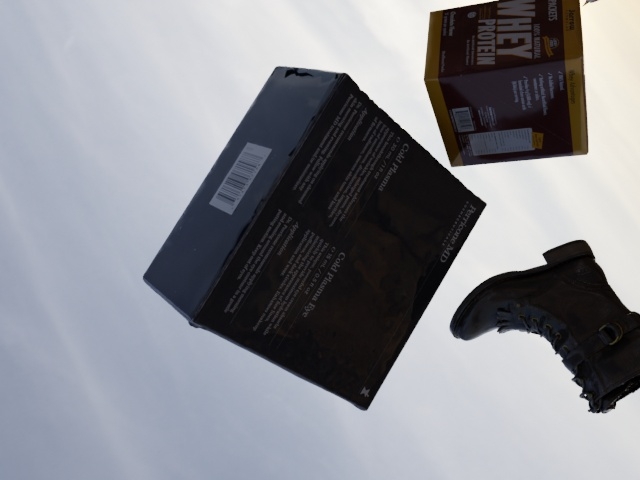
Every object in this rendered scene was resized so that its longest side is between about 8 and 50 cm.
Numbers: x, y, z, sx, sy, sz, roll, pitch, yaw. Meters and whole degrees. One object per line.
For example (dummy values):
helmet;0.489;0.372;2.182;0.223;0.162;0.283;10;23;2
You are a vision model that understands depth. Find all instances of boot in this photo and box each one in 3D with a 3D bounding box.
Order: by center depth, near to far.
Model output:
boot;0.332;0.139;0.996;0.091;0.263;0.229;39;-157;-52

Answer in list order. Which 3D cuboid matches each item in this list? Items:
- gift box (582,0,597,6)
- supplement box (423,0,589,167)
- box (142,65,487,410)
gift box;0.544;-0.578;1.265;0.258;0.276;0.255;44;174;-14
supplement box;0.260;-0.215;0.975;0.191;0.194;0.129;57;-145;-52
box;0.000;0.000;0.959;0.312;0.343;0.179;35;174;-35
